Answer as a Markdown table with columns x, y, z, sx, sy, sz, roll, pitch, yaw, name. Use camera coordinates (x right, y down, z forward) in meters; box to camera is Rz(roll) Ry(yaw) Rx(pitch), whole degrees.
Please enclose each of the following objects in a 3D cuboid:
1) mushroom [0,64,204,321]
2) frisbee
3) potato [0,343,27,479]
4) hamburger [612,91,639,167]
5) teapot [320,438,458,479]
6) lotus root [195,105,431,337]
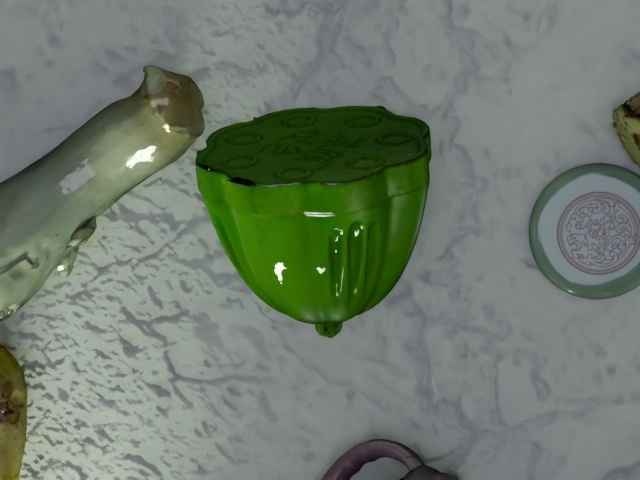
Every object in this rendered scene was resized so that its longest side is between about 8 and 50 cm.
| x | y | z | sx | sy | sz | roll | pitch | yaw | name |
| --- | --- | --- | --- | --- | --- | --- | --- | --- | --- |
| -0.206 | -0.036 | 0.994 | 0.278 | 0.096 | 0.099 | -39 | 90 | 3 | mushroom |
| 0.222 | -0.007 | 0.994 | 0.110 | 0.014 | 0.110 | 0 | 95 | 5 | frisbee |
| -0.294 | 0.155 | 1.022 | 0.107 | 0.080 | 0.170 | -2 | 92 | 13 | potato |
| 0.312 | -0.058 | 0.953 | 0.102 | 0.087 | 0.176 | -38 | 79 | -10 | hamburger |
| 0.052 | 0.244 | 0.984 | 0.146 | 0.116 | 0.148 | -34 | 95 | 17 | teapot |
| 0.000 | 0.000 | 0.954 | 0.186 | 0.186 | 0.186 | 0 | 95 | 5 | lotus root |
